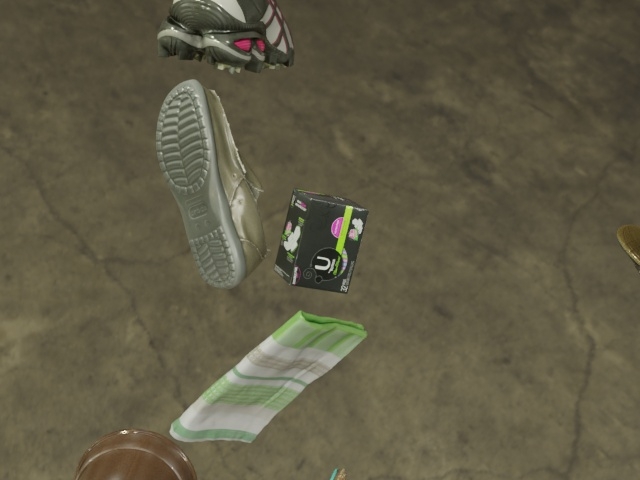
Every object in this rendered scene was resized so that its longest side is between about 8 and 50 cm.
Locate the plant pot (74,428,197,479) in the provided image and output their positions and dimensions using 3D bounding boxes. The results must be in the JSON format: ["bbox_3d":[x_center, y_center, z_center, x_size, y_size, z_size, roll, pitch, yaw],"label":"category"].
[{"bbox_3d":[-0.249,0.344,1.190,0.167,0.167,0.165,24,10,-2],"label":"plant pot"}]

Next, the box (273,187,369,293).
[{"bbox_3d":[0.000,0.000,0.889,0.062,0.083,0.052,9,11,-23],"label":"box"}]

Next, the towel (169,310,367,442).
[{"bbox_3d":[-0.039,0.116,0.779,0.023,0.152,0.113,56,19,25],"label":"towel"}]

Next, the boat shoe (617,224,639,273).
[{"bbox_3d":[0.475,0.041,1.350,0.056,0.049,0.152,-23,55,-18],"label":"boat shoe"}]

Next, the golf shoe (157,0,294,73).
[{"bbox_3d":[-0.072,-0.220,0.879,0.105,0.120,0.273,10,12,1],"label":"golf shoe"}]

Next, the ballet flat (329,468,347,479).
[{"bbox_3d":[0.007,0.413,1.305,0.067,0.073,0.206,22,59,13],"label":"ballet flat"}]

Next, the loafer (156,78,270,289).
[{"bbox_3d":[-0.126,-0.069,1.144,0.087,0.094,0.251,-17,96,-51],"label":"loafer"}]
